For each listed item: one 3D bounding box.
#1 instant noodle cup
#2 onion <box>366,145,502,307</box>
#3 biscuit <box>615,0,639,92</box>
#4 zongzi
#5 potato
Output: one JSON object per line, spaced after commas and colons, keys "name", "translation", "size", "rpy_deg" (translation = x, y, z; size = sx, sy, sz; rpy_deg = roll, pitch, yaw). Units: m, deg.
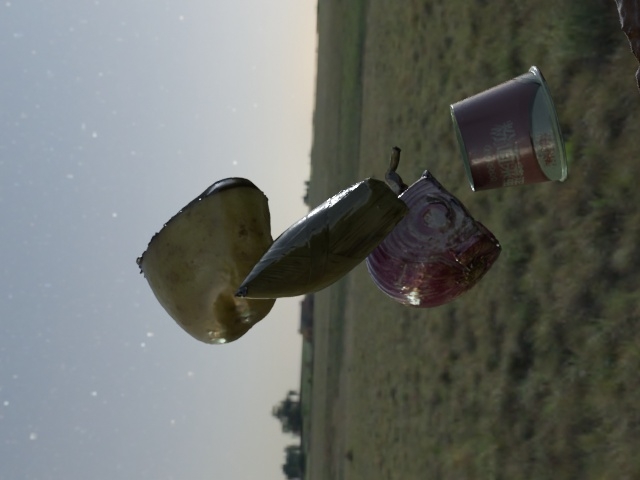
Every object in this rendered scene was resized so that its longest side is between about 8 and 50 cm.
{"name": "instant noodle cup", "translation": [0.361, -0.201, 1.648], "size": [0.235, 0.178, 0.235], "rpy_deg": [-16, -90, -83]}
{"name": "onion", "translation": [0.205, 0.017, 1.630], "size": [0.230, 0.256, 0.272], "rpy_deg": [-49, 35, 4]}
{"name": "biscuit", "translation": [0.694, -0.359, 1.390], "size": [0.166, 0.395, 0.343], "rpy_deg": [-9, 100, 69]}
{"name": "zongzi", "translation": [0.000, 0.000, 1.253], "size": [0.115, 0.228, 0.256], "rpy_deg": [55, -159, 9]}
{"name": "potato", "translation": [-0.175, 0.056, 1.480], "size": [0.242, 0.285, 0.242], "rpy_deg": [48, -162, -21]}
